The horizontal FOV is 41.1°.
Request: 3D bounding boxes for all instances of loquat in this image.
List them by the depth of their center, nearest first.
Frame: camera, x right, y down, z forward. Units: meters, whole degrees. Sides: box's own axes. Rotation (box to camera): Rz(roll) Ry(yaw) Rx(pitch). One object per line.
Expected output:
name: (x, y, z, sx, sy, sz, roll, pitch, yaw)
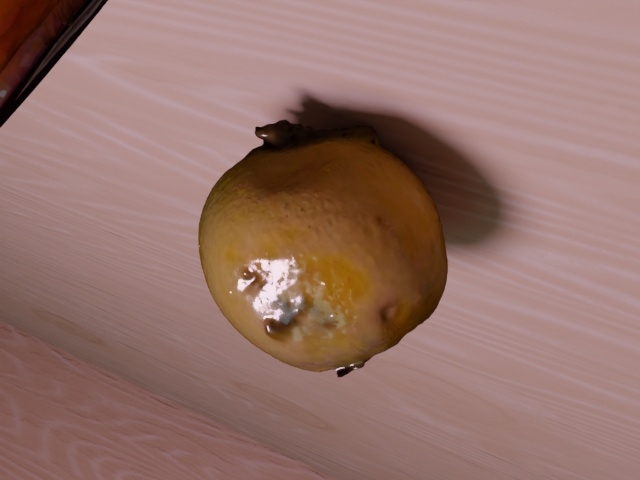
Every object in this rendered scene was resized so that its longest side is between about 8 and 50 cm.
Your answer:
loquat: (0.000, 0.000, 0.801, 0.244, 0.243, 0.244, 25, 156, 12)

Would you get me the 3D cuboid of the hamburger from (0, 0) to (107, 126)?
hamburger: (-0.259, -0.211, 0.536, 0.250, 0.330, 0.330, 40, 155, -18)
